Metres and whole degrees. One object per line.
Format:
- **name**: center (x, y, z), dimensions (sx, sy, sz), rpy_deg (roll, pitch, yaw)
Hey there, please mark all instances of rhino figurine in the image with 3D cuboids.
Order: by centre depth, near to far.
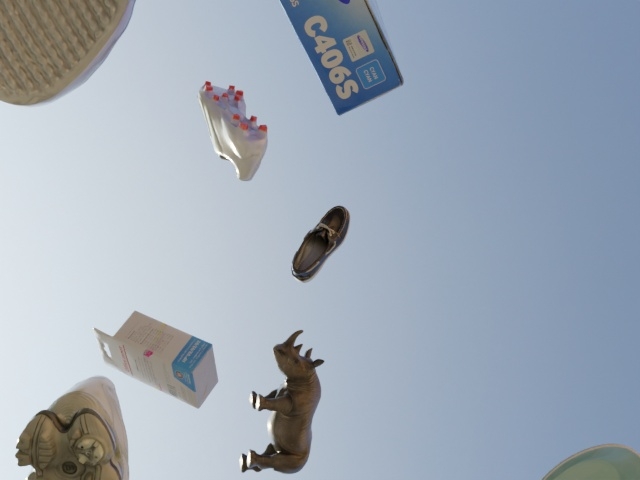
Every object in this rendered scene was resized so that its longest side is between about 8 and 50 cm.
- **rhino figurine**: center (-0.051, 0.250, 1.105), dimensions (0.106, 0.073, 0.244), rpy_deg (7, -79, -19)

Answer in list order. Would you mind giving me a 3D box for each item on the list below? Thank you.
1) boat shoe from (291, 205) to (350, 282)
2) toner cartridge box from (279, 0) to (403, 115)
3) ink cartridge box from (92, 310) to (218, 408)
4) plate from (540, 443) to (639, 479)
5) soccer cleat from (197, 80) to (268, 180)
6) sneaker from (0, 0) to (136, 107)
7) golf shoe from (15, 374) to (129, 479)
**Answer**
- **boat shoe**: center (0.000, 0.000, 0.996), dimensions (0.046, 0.038, 0.125), rpy_deg (33, -105, 17)
- **toner cartridge box**: center (0.010, -0.285, 0.798), dimensions (0.075, 0.348, 0.165), rpy_deg (-24, -60, 13)
- **ink cartridge box**: center (-0.254, 0.177, 1.121), dimensions (0.181, 0.062, 0.104), rpy_deg (20, -41, 17)
- **plate**: center (0.314, 0.321, 0.875), dimensions (0.188, 0.024, 0.188), rpy_deg (-7, -68, -17)
- **soccer cleat**: center (-0.123, -0.149, 0.951), dimensions (0.196, 0.068, 0.076), rpy_deg (55, -46, 49)
- **sneaker**: center (-0.226, -0.269, 0.705), dimensions (0.126, 0.127, 0.321), rpy_deg (27, -95, -12)
- **golf shoe**: center (-0.138, 0.167, 0.442), dimensions (0.069, 0.086, 0.176), rpy_deg (7, -74, -2)
